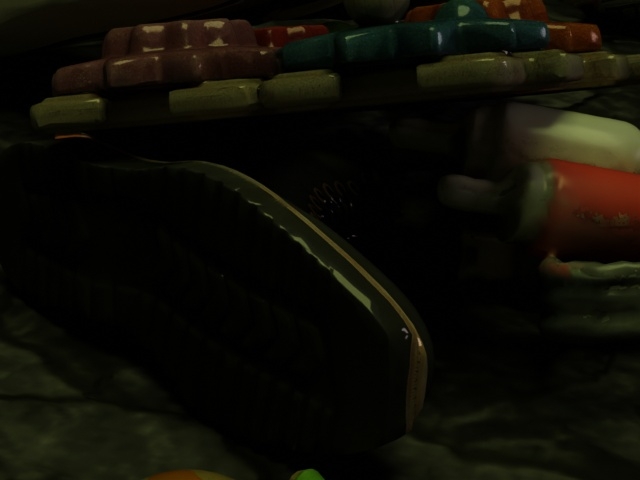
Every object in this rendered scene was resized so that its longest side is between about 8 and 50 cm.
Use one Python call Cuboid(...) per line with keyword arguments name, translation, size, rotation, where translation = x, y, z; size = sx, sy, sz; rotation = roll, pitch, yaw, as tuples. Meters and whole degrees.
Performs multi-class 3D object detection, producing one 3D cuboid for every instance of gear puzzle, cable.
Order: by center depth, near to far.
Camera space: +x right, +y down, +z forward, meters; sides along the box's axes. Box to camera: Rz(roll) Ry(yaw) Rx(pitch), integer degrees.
Cuboid(name="cable", translation=(0.168, -0.009, 0.632), size=(0.287, 0.072, 0.139), rotation=(0, 15, -7))
Cuboid(name="gear puzzle", translation=(0.037, -0.074, 0.708), size=(0.175, 0.044, 0.339), rotation=(-4, 4, 19))

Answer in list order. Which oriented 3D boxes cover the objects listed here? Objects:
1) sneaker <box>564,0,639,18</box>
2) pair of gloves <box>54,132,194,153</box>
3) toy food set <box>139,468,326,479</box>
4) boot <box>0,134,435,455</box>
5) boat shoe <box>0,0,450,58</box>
Cuboid(name="sneaker", translation=(0.163, -0.186, 1.039), size=(0.093, 0.088, 0.225), rotation=(2, 23, 0))
Cuboid(name="pair of gloves", translation=(-0.086, -0.026, 0.724), size=(0.083, 0.010, 0.074), rotation=(9, 24, 14))
Cuboid(name="toy food set", translation=(-0.027, 0.094, 0.411), size=(0.192, 0.038, 0.132), rotation=(-7, 25, -23))
Cuboid(name="boot", translation=(0.000, 0.000, 0.603), size=(0.137, 0.077, 0.198), rotation=(-9, 27, -39))
Cuboid(name="boat shoe", translation=(-0.078, -0.136, 0.829), size=(0.158, 0.127, 0.340), rotation=(3, 5, -40))
